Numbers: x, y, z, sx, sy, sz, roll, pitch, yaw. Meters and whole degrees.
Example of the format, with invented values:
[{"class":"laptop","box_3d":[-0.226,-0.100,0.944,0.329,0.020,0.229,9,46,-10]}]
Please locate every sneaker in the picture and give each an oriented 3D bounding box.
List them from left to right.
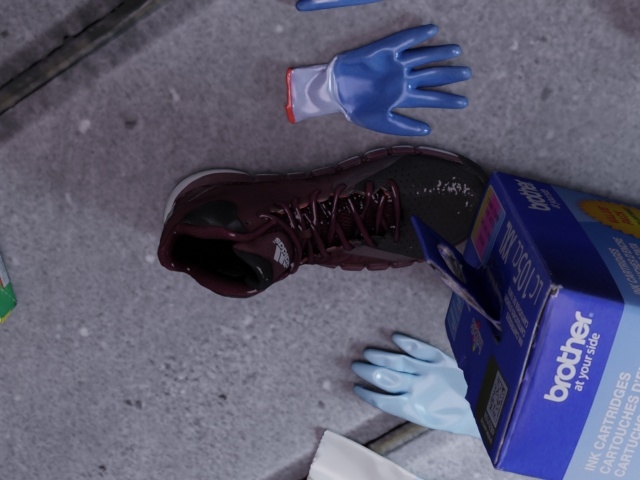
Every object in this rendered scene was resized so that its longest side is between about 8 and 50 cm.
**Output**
[{"class":"sneaker","box_3d":[0.000,0.000,1.149,0.281,0.162,0.106,-7,108,8]}]

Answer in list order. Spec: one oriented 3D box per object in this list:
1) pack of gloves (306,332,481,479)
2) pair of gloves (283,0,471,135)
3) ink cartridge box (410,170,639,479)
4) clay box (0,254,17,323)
[{"class":"pack of gloves","box_3d":[0.117,0.199,1.269,0.232,0.046,0.195,19,111,-1]},{"class":"pair of gloves","box_3d":[0.040,-0.178,1.159,0.159,0.023,0.198,-4,109,7]},{"class":"ink cartridge box","box_3d":[0.252,0.078,1.067,0.395,0.270,0.151,12,108,-7]},{"class":"clay box","box_3d":[-0.396,0.029,1.258,0.222,0.053,0.127,-11,108,11]}]
